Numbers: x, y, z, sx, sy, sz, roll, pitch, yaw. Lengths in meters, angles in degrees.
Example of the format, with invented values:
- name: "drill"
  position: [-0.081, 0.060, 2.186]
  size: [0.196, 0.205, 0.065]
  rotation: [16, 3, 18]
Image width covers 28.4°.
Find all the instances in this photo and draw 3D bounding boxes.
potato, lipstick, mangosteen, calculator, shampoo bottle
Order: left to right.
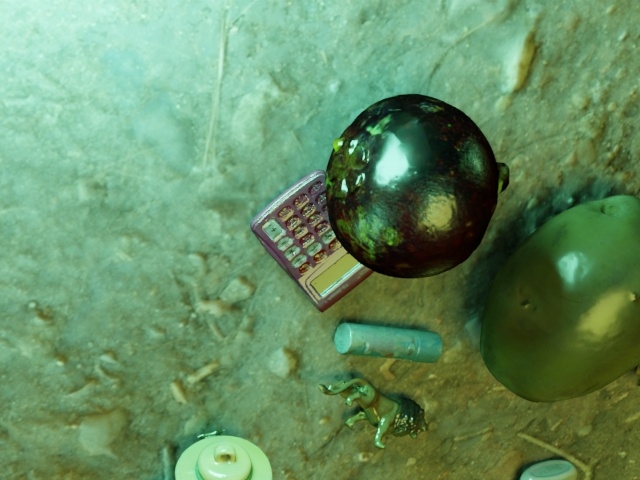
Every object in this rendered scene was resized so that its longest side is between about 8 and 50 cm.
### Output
- name: "calculator"
  position: [0.000, 0.000, 1.673]
  size: [0.127, 0.034, 0.190]
  rotation: [-38, 123, 1]
- name: "lipstick"
  position: [0.097, 0.146, 1.803]
  size: [0.158, 0.048, 0.048]
  rotation: [8, 116, -30]
- name: "mangosteen"
  position: [0.144, -0.066, 1.583]
  size: [0.289, 0.231, 0.231]
  rotation: [0, 120, -36]
- name: "shampoo bottle"
  position: [0.370, 0.471, 2.144]
  size: [0.108, 0.051, 0.221]
  rotation: [-9, 123, -24]
- name: "potato"
  position: [0.368, 0.086, 1.788]
  size: [0.326, 0.221, 0.243]
  rotation: [-35, 138, 2]

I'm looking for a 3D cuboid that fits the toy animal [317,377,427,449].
- name: "toy animal"
  position: [0.066, 0.249, 1.846]
  size: [0.220, 0.069, 0.086]
  rotation: [29, 83, -42]

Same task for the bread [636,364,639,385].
- name: "bread"
  position: [0.613, 0.193, 2.076]
  size: [0.192, 0.067, 0.119]
  rotation: [3, 118, -28]

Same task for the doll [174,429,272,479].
- name: "doll"
  position: [-0.120, 0.391, 1.812]
  size: [0.208, 0.144, 0.271]
  rotation: [-33, 129, 23]
